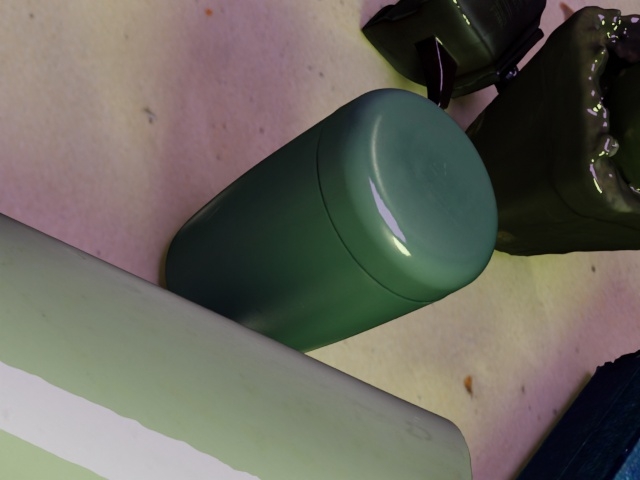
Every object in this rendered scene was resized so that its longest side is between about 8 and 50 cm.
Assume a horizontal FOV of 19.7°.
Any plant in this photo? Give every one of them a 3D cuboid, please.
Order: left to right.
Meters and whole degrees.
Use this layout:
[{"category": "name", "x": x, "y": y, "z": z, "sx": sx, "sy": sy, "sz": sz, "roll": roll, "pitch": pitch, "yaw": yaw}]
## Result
[{"category": "plant", "x": 0.206, "y": -0.068, "z": 1.225, "sx": 0.164, "sy": 0.256, "sz": 0.142, "roll": 19, "pitch": 66, "yaw": -40}]

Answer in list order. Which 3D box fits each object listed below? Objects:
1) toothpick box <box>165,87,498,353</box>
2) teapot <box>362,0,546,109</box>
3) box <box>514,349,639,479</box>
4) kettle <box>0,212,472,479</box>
[{"category": "toothpick box", "x": 0.000, "y": 0.000, "z": 1.055, "sx": 0.120, "sy": 0.184, "sz": 0.120, "roll": 25, "pitch": 52, "yaw": -36}, {"category": "teapot", "x": 0.110, "y": -0.149, "z": 1.293, "sx": 0.096, "sy": 0.087, "sz": 0.177, "roll": 57, "pitch": 45, "yaw": -15}, {"category": "box", "x": 0.233, "y": 0.246, "z": 1.212, "sx": 0.261, "sy": 0.116, "sz": 0.279, "roll": 56, "pitch": 44, "yaw": -11}, {"category": "kettle", "x": -0.108, "y": 0.089, "z": 0.857, "sx": 0.318, "sy": 0.205, "sz": 0.265, "roll": 26, "pitch": 54, "yaw": -12}]
